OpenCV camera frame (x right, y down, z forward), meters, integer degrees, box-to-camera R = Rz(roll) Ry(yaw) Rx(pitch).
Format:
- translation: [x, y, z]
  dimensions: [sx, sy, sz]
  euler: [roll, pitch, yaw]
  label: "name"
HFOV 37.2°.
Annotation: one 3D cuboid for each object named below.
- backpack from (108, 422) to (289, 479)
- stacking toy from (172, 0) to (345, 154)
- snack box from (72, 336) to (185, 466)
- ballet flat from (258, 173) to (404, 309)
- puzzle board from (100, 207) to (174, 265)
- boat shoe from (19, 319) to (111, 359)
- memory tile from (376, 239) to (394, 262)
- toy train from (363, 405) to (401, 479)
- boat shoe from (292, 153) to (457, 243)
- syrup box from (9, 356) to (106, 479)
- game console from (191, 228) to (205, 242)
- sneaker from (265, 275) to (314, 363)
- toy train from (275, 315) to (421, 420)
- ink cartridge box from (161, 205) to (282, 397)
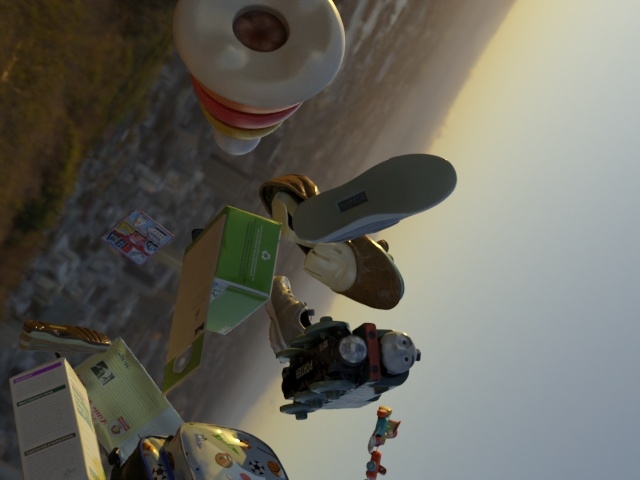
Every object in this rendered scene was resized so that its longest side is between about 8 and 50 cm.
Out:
- translation: [-0.155, 0.405, 1.432]
  dimensions: [0.213, 0.263, 0.277]
  euler: [-42, -129, 25]
  label: "backpack"
- translation: [-0.160, -0.343, 2.087]
  dimensions: [0.351, 0.350, 0.480]
  euler: [-58, 178, -26]
  label: "stacking toy"
- translation: [-0.465, 0.413, 2.271]
  dimensions: [0.187, 0.322, 0.060]
  euler: [-35, 175, -26]
  label: "snack box"
- translation: [0.000, 0.000, 1.620]
  dimensions: [0.124, 0.342, 0.116]
  euler: [-1, 131, -44]
  label: "ballet flat"
- translation: [-0.368, -0.005, 1.925]
  dimensions: [0.096, 0.011, 0.128]
  euler: [-39, 141, 7]
  label: "puzzle board"
- translation: [-0.540, 0.219, 2.004]
  dimensions: [0.068, 0.190, 0.072]
  euler: [41, -67, 61]
  label: "boat shoe"
- translation: [0.147, 0.077, 2.374]
  dimensions: [0.012, 0.148, 0.113]
  euler: [-14, 176, -41]
  label: "memory tile"
- translation: [0.115, 0.377, 1.742]
  dimensions: [0.166, 0.046, 0.125]
  euler: [90, 16, -56]
  label: "toy train"
- translation: [0.074, -0.053, 1.267]
  dimensions: [0.227, 0.079, 0.081]
  euler: [-19, 170, 12]
  label: "boat shoe"
- translation: [-0.392, 0.299, 1.424]
  dimensions: [0.096, 0.237, 0.093]
  euler: [-21, 136, -6]
  label: "syrup box"
- translation: [-0.190, 0.027, 2.033]
  dimensions: [0.124, 0.144, 0.085]
  euler: [16, -77, 54]
  label: "game console"
- translation: [-0.066, 0.187, 2.341]
  dimensions: [0.115, 0.105, 0.281]
  euler: [-20, -140, 6]
  label: "sneaker"
- translation: [0.041, 0.222, 1.650]
  dimensions: [0.334, 0.190, 0.142]
  euler: [133, -46, -62]
  label: "toy train"
- translation: [-0.153, 0.105, 1.436]
  dimensions: [0.189, 0.097, 0.255]
  euler: [-39, -141, 55]
  label: "ink cartridge box"
